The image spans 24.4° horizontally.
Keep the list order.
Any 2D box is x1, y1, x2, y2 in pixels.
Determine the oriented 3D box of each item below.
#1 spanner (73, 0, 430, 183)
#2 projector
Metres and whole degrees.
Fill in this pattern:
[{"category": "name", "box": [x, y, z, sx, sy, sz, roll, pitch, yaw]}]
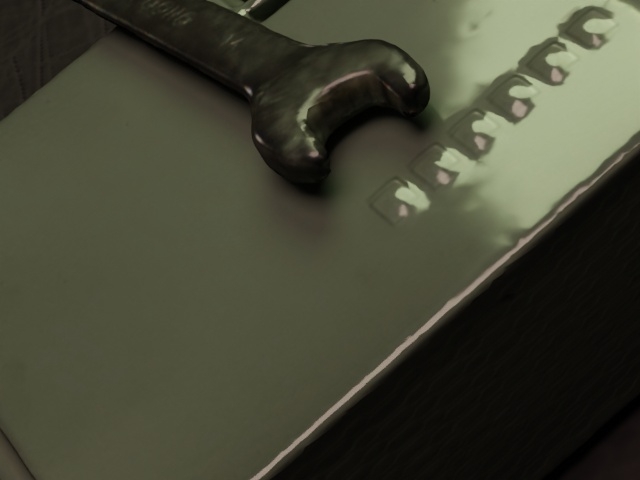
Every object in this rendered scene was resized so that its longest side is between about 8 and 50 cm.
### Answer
[{"category": "spanner", "box": [-0.061, -0.080, 0.501, 0.054, 0.015, 0.254, -46, 47, -13]}, {"category": "projector", "box": [0.000, 0.000, 0.491, 0.250, 0.108, 0.198, -41, 48, -8]}]
